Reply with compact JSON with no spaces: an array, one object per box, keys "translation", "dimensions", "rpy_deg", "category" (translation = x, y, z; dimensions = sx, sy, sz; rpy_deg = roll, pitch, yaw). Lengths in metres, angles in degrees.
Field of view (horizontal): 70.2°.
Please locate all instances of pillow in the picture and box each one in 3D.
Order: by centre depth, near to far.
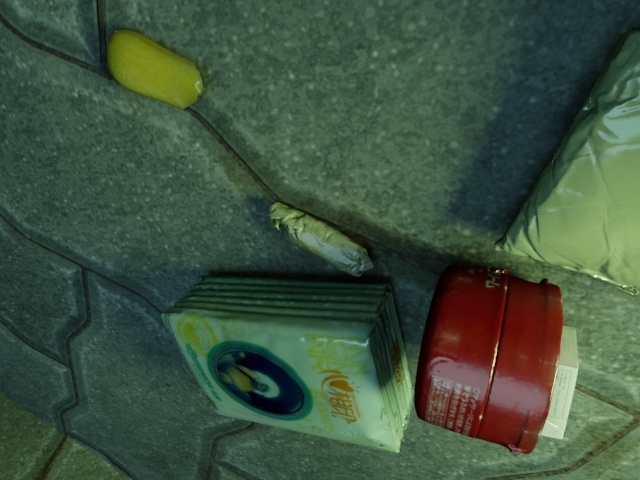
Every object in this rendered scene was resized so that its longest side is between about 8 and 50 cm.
[{"translation":[0.380,-0.050,0.488],"dimensions":[0.281,0.076,0.274],"rpy_deg":[19,131,4],"category":"pillow"}]

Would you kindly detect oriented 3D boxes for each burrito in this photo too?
[{"translation":[-0.001,0.001,0.719],"dimensions":[0.188,0.045,0.058],"rpy_deg":[28,137,3],"category":"burrito"}]

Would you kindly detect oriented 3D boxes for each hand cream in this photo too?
[{"translation":[0.218,0.150,0.607],"dimensions":[0.149,0.230,0.230],"rpy_deg":[9,126,20],"category":"hand cream"}]

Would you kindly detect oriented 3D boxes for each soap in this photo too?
[{"translation":[-0.241,-0.244,0.667],"dimensions":[0.168,0.033,0.089],"rpy_deg":[28,132,5],"category":"soap"}]

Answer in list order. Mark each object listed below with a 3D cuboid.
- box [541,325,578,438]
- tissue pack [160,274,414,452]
[{"translation":[0.351,0.210,0.675],"dimensions":[0.040,0.084,0.154],"rpy_deg":[5,124,21],"category":"box"},{"translation":[-0.051,0.208,0.814],"dimensions":[0.388,0.162,0.287],"rpy_deg":[0,126,25],"category":"tissue pack"}]
